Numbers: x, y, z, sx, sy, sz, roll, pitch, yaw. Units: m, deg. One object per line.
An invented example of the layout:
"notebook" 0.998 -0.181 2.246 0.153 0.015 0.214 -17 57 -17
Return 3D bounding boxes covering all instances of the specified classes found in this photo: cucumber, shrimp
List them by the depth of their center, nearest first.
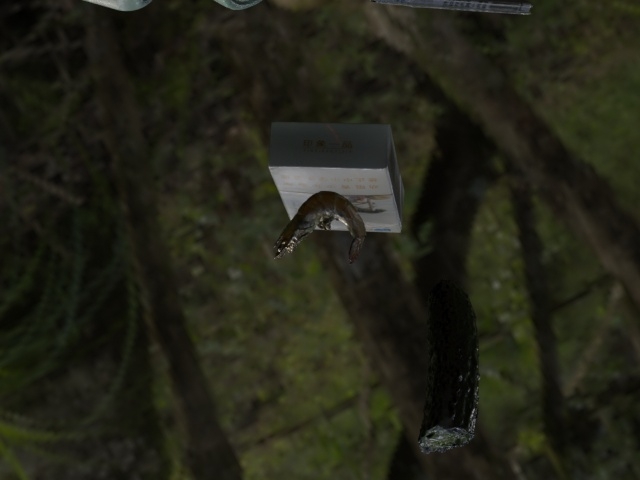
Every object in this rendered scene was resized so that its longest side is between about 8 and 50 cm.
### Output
"shrimp" 0.000 0.000 1.833 0.114 0.083 0.023 -44 -175 29
"cucumber" 0.144 0.133 1.876 0.067 0.067 0.245 -28 -147 30

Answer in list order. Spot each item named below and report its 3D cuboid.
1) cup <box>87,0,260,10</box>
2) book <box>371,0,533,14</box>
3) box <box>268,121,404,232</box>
"cup" -0.207 -0.444 1.997 0.401 0.392 0.310 -56 167 11
"book" 0.101 -0.254 1.664 0.182 0.127 0.014 0 122 -30
"box" 0.024 -0.077 2.172 0.149 0.067 0.233 5 162 9
